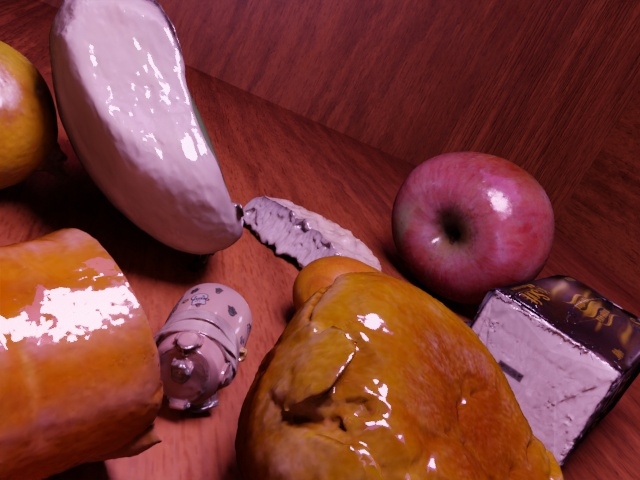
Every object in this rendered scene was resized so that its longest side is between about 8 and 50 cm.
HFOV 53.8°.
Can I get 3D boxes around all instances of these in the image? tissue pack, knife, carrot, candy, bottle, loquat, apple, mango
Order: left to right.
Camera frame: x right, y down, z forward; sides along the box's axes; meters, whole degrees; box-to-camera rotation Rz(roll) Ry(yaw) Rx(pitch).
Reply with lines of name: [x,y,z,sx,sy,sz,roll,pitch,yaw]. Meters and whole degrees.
carrot: [-0.261,0.104,0.426,0.196,0.196,0.254,37,31,29]
loquat: [-0.433,-0.153,0.810,0.246,0.213,0.213,32,15,-23]
candy: [-0.257,-0.152,0.913,0.386,0.186,0.427,64,-10,-9]
bottle: [-0.128,0.115,0.656,0.099,0.099,0.152,25,20,-6]
knife: [-0.182,0.002,1.006,0.045,0.021,0.222,28,17,-5]
mango: [0.050,0.090,0.933,0.151,0.120,0.221,36,12,30]
apple: [0.321,-0.029,1.322,0.345,0.344,0.269,38,28,30]
tissue pack: [0.366,0.186,0.984,0.210,0.198,0.370,39,23,28]

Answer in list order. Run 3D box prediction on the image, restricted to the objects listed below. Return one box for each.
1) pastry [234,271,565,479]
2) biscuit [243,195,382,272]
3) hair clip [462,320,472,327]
pastry: [0.084,0.186,0.564,0.356,0.164,0.356,30,32,-21]
biscuit: [0.000,0.000,1.166,0.281,0.084,0.179,34,19,21]
hair clip: [0.209,0.143,1.094,0.187,0.056,0.146,15,4,37]
